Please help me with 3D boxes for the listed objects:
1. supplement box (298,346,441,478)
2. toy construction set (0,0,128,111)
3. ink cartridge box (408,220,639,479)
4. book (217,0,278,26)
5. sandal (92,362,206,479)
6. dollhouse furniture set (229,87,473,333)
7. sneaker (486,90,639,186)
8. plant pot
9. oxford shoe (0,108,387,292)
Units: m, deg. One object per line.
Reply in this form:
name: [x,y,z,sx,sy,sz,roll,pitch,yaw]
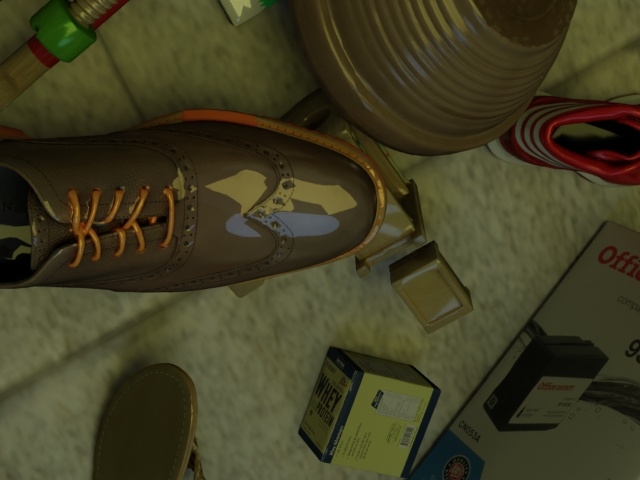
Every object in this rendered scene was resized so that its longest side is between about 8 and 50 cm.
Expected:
supplement box: [0.040,0.142,0.937,0.083,0.056,0.083,16,99,-25]
toy construction set: [-0.286,-0.175,0.657,0.237,0.257,0.309,-39,127,11]
ink cartridge box: [0.244,0.159,0.929,0.129,0.223,0.307,38,89,-25]
book: [-0.058,-0.240,0.806,0.096,0.035,0.144,-33,116,-5]
sandal: [-0.130,0.197,0.891,0.079,0.088,0.240,-1,116,-53]
dollhouse furniture set: [0.000,0.000,0.882,0.161,0.101,0.182,-29,116,16]
sneaker: [0.255,-0.073,0.919,0.221,0.128,0.087,-2,106,-21]
plant pot: [0.101,-0.183,0.793,0.237,0.110,0.237,4,83,-36]
oxford shoe: [-0.133,-0.010,0.736,0.364,0.132,0.130,-2,108,-4]
